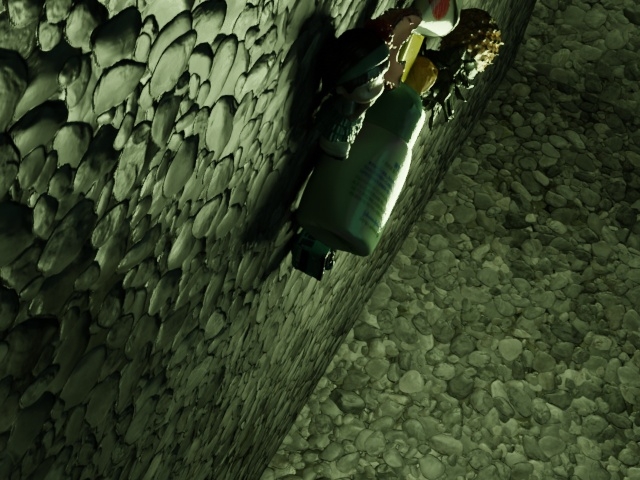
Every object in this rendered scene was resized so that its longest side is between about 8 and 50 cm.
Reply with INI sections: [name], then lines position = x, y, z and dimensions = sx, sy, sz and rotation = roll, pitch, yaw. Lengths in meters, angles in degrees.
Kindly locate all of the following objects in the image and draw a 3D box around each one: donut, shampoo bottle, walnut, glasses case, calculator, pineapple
[donut]
position = 0.120, -0.360, 1.818
dimensions = 0.117, 0.065, 0.166
rotation = -5, 119, -53
[shampoo bottle]
position = 0.091, -0.156, 1.919
dimensions = 0.222, 0.151, 0.349
rotation = 38, 73, -51
[walnut]
position = 0.214, -0.379, 2.210
dimensions = 0.052, 0.091, 0.121
rotation = 53, 27, -35
[glasses case]
position = 0.259, -0.553, 1.956
dimensions = 0.128, 0.083, 0.308
rotation = -21, 130, -62
[calculator]
position = 0.185, -0.410, 2.114
dimensions = 0.235, 0.032, 0.146
rotation = -67, 168, 10
[pineapple]
position = 0.313, -0.420, 2.359
dimensions = 0.364, 0.165, 0.165
rotation = -53, 165, -35

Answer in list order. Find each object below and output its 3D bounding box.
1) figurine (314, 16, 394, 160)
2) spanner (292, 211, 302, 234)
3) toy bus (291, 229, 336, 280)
[figurine]
position = 0.050, -0.259, 1.677
dimensions = 0.245, 0.110, 0.138
rotation = 108, 4, -47
[spanner]
position = 0.009, -0.104, 2.043
dimensions = 0.302, 0.017, 0.071
rotation = -52, 163, -48
[toy bus]
position = 0.000, 0.000, 2.039
dimensions = 0.079, 0.091, 0.160
rotation = 101, 12, -46
